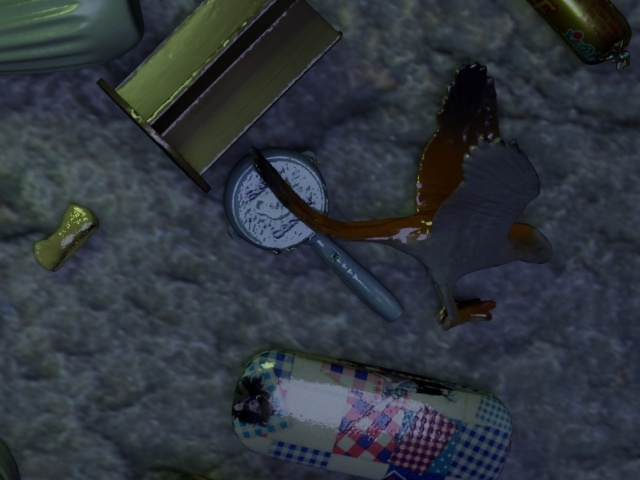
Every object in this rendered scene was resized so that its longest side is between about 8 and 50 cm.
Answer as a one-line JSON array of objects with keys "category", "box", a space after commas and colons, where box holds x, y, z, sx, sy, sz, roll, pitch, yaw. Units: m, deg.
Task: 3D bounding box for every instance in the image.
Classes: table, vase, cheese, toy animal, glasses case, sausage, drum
[{"category": "table", "box": [-0.101, -0.187, 1.772, 0.227, 0.167, 0.167, -45, 103, -3]}, {"category": "vase", "box": [-0.318, -0.233, 1.757, 0.248, 0.128, 0.128, -11, 102, 4]}, {"category": "cheese", "box": [-0.286, -0.004, 1.850, 0.083, 0.030, 0.044, -45, 82, 8]}, {"category": "toy animal", "box": [0.104, -0.010, 1.822, 0.284, 0.225, 0.302, -19, 119, 1]}, {"category": "glasses case", "box": [0.060, 0.210, 1.909, 0.327, 0.076, 0.125, 13, 101, -8]}, {"category": "sausage", "box": [0.219, -0.324, 1.825, 0.082, 0.082, 0.371, -42, 103, 3]}, {"category": "drum", "box": [-0.018, 0.011, 1.874, 0.130, 0.049, 0.253, -31, 106, -2]}]

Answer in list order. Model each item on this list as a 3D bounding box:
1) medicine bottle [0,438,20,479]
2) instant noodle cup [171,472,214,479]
[{"category": "medicine bottle", "box": [-0.420, 0.319, 1.724, 0.211, 0.371, 0.211, -1, 101, -6]}, {"category": "instant noodle cup", "box": [-0.121, 0.373, 1.849, 0.182, 0.258, 0.302, 26, 66, 2]}]
